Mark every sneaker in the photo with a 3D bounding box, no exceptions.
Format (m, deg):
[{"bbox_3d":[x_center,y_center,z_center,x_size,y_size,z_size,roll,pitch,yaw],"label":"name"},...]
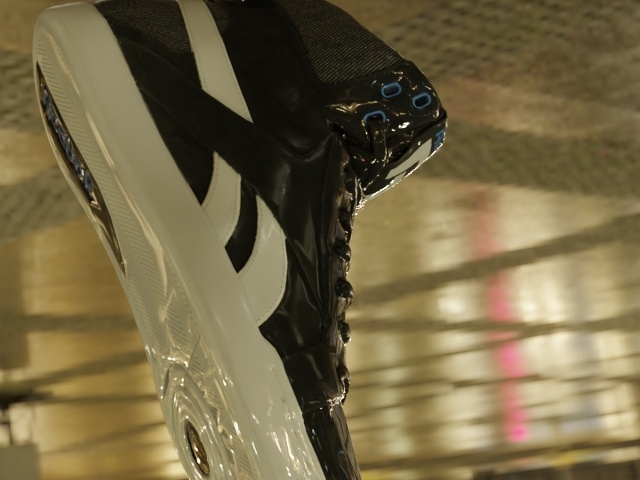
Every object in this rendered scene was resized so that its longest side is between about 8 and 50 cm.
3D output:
[{"bbox_3d":[0.000,0.000,0.492,0.121,0.217,0.079,-16,155,-22],"label":"sneaker"}]
